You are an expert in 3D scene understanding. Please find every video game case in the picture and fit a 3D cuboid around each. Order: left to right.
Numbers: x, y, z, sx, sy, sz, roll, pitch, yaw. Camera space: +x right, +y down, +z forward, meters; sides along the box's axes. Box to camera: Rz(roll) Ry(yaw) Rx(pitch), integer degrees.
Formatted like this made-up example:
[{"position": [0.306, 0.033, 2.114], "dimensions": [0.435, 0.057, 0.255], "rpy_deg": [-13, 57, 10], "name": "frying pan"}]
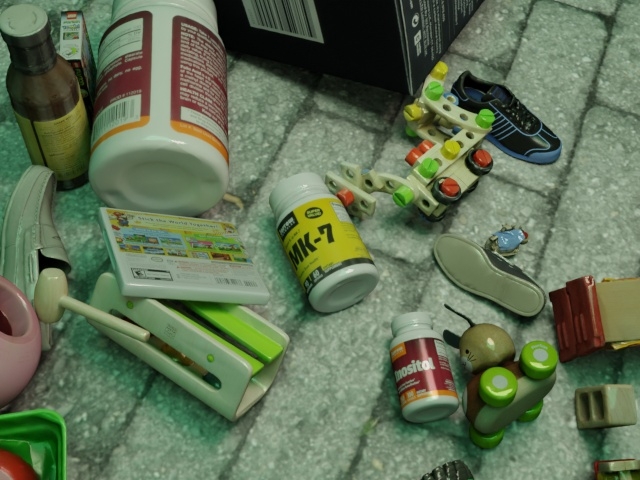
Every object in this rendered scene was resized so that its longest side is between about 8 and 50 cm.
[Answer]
[{"position": [-0.212, 0.024, 1.289], "dimensions": [0.227, 0.026, 0.206], "rpy_deg": [6, 31, -29], "name": "video game case"}]

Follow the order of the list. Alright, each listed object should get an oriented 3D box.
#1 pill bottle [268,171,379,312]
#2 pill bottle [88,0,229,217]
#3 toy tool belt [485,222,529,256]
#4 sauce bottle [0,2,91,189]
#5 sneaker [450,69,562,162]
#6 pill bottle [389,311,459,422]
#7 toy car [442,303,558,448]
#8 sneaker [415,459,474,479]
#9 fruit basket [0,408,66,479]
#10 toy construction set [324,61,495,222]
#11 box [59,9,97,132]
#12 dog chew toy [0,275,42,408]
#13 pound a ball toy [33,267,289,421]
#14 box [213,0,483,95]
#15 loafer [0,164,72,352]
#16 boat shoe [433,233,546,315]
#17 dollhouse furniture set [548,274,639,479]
[{"position": [0.000, 0.000, 1.355], "dimensions": [0.119, 0.119, 0.208], "rpy_deg": [-19, 61, -15], "name": "pill bottle"}, {"position": [-0.268, -0.250, 1.430], "dimensions": [0.224, 0.224, 0.392], "rpy_deg": [-2, 58, -5], "name": "pill bottle"}, {"position": [0.319, -0.004, 1.417], "dimensions": [0.083, 0.051, 0.052], "rpy_deg": [-19, 62, -15], "name": "toy tool belt"}, {"position": [-0.430, -0.219, 1.331], "dimensions": [0.111, 0.344, 0.111], "rpy_deg": [3, 57, -5], "name": "sauce bottle"}, {"position": [0.338, -0.225, 1.532], "dimensions": [0.232, 0.090, 0.081], "rpy_deg": [30, 61, 14], "name": "sneaker"}, {"position": [0.151, 0.189, 1.268], "dimensions": [0.086, 0.086, 0.152], "rpy_deg": [-6, 58, -7], "name": "pill bottle"}, {"position": [0.238, 0.180, 1.249], "dimensions": [0.149, 0.155, 0.188], "rpy_deg": [-28, 55, -19], "name": "toy car"}, {"position": [0.089, 0.426, 1.090], "dimensions": [0.343, 0.134, 0.146], "rpy_deg": [-27, 64, -19], "name": "sneaker"}, {"position": [-0.435, 0.371, 0.956], "dimensions": [0.283, 0.392, 0.392], "rpy_deg": [-7, 59, -8], "name": "fruit basket"}, {"position": [0.170, -0.148, 1.438], "dimensions": [0.215, 0.151, 0.328], "rpy_deg": [44, 69, 10], "name": "toy construction set"}, {"position": [-0.409, -0.279, 1.448], "dimensions": [0.036, 0.207, 0.114], "rpy_deg": [-4, 59, -6], "name": "box"}, {"position": [-0.539, 0.180, 1.136], "dimensions": [0.332, 0.206, 0.206], "rpy_deg": [-35, 62, 15], "name": "dog chew toy"}, {"position": [-0.238, 0.145, 1.222], "dimensions": [0.319, 0.135, 0.208], "rpy_deg": [30, 27, 15], "name": "pound a ball toy"}, {"position": [0.059, -0.564, 1.542], "dimensions": [0.480, 0.297, 0.472], "rpy_deg": [21, 59, 28], "name": "box"}, {"position": [-0.443, 0.029, 1.318], "dimensions": [0.111, 0.112, 0.319], "rpy_deg": [3, 67, -2], "name": "loafer"}, {"position": [0.279, 0.055, 1.387], "dimensions": [0.206, 0.075, 0.065], "rpy_deg": [34, 19, 22], "name": "boat shoe"}, {"position": [0.481, 0.233, 1.251], "dimensions": [0.201, 0.152, 0.374], "rpy_deg": [-2, 76, -6], "name": "dollhouse furniture set"}]
